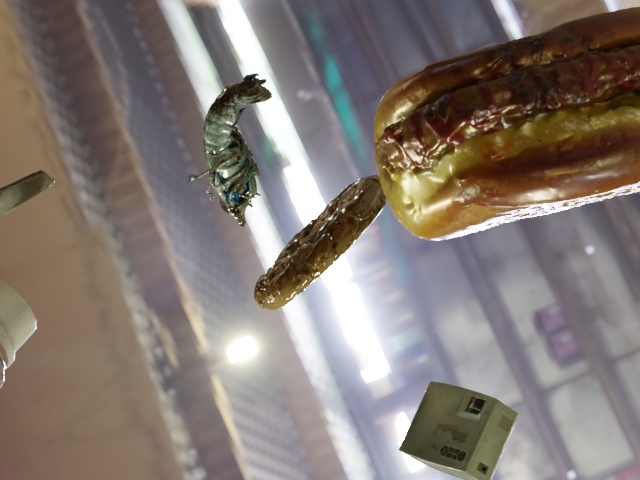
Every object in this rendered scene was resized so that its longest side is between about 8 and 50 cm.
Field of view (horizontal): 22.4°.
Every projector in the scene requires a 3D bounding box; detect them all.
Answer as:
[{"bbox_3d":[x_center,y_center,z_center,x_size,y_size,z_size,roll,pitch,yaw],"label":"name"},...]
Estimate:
[{"bbox_3d":[0.192,0.266,2.235,0.061,0.115,0.147,32,167,-35],"label":"projector"}]

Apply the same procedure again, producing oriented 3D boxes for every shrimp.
[{"bbox_3d":[-0.094,-0.092,1.624,0.082,0.076,0.174,-104,17,-52],"label":"shrimp"}]

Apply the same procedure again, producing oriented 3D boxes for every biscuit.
[{"bbox_3d":[0.000,0.000,1.955,0.042,0.226,0.226,45,-169,-8],"label":"biscuit"}]

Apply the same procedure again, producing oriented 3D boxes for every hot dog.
[{"bbox_3d":[0.246,-0.125,1.711,0.223,0.405,0.185,13,-117,-79],"label":"hot dog"}]

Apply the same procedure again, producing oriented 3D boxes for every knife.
[{"bbox_3d":[-0.482,-0.057,2.418,0.028,0.230,0.060,31,128,25],"label":"knife"}]

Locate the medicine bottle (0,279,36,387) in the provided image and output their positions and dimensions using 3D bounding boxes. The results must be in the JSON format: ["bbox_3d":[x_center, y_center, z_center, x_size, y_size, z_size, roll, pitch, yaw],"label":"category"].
[{"bbox_3d":[-0.470,0.158,2.007,0.247,0.147,0.147,-48,-58,-34],"label":"medicine bottle"}]
